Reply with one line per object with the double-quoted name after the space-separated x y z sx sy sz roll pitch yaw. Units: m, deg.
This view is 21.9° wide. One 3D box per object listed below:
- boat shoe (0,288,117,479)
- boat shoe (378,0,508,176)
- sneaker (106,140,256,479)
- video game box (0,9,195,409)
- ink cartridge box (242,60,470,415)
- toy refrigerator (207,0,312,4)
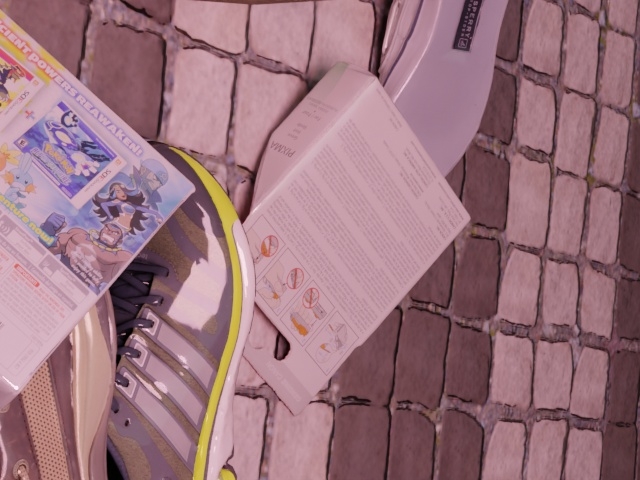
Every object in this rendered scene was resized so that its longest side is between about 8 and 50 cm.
-0.199 0.172 0.999 0.130 0.132 0.355 -3 85 -44 "boat shoe"
0.097 -0.164 1.392 0.095 0.084 0.258 16 103 -28 "boat shoe"
-0.120 0.083 1.103 0.121 0.111 0.300 0 90 -50 "sneaker"
-0.202 -0.035 0.950 0.205 0.048 0.187 43 54 -6 "video game box"
0.000 0.000 1.310 0.225 0.056 0.181 -47 130 -12 "ink cartridge box"
-0.090 -0.215 1.128 0.269 0.102 0.094 -6 96 -53 "toy refrigerator"
